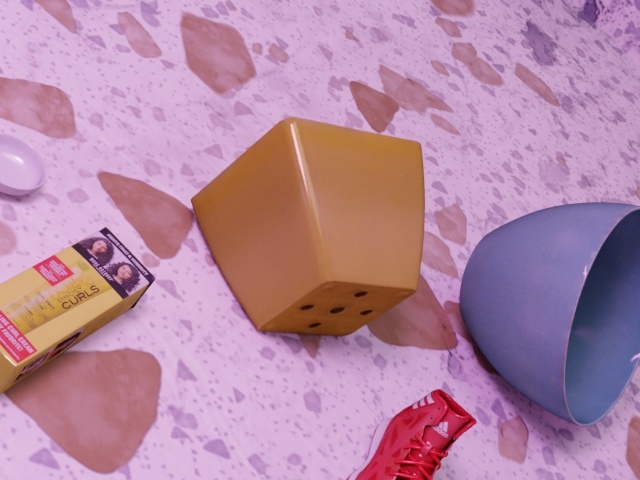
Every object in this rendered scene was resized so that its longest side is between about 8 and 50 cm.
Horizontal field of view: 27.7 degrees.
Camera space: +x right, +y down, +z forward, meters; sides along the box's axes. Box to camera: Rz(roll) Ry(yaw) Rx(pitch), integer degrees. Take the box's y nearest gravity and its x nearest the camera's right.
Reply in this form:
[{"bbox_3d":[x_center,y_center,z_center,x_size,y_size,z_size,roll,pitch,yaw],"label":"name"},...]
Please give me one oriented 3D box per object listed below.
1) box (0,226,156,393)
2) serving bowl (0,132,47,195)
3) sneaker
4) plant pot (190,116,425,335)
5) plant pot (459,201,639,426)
[{"bbox_3d":[-0.272,0.067,1.320,0.087,0.058,0.232,46,35,7],"label":"box"},{"bbox_3d":[-0.346,-0.080,1.440,0.083,0.027,0.083,24,38,-21],"label":"serving bowl"},{"bbox_3d":[0.099,0.240,1.417,0.087,0.128,0.221,33,35,-11],"label":"sneaker"},{"bbox_3d":[0.000,0.000,1.542,0.212,0.212,0.187,8,60,-38],"label":"plant pot"},{"bbox_3d":[0.298,0.075,1.702,0.195,0.290,0.290,17,22,32],"label":"plant pot"}]
